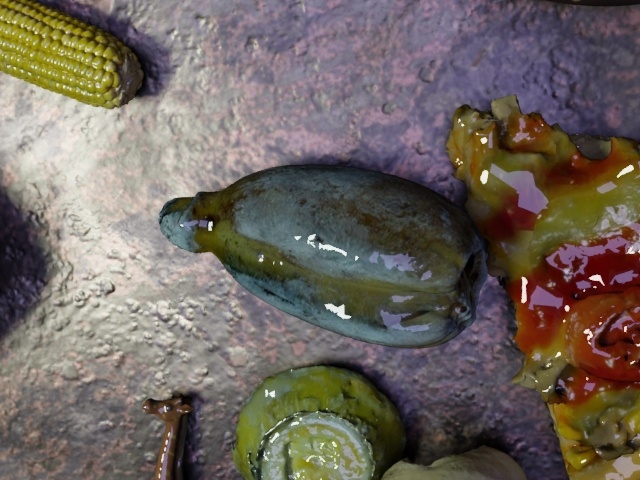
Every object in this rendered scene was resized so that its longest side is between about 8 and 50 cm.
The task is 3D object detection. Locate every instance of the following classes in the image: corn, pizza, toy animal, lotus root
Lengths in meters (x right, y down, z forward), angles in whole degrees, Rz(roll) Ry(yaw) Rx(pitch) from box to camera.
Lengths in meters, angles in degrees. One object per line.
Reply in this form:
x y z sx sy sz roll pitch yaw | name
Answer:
-0.299 -0.202 0.699 0.248 0.081 0.081 22 102 2 | corn
0.273 0.025 0.658 0.406 0.130 0.440 34 102 -3 | pizza
-0.179 0.312 0.785 0.229 0.066 0.224 -43 104 -6 | toy animal
0.000 0.000 0.679 0.322 0.140 0.158 16 127 21 | lotus root

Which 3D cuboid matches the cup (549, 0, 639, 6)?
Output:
0.240 -0.343 0.571 0.196 0.196 0.280 8 92 5 | cup

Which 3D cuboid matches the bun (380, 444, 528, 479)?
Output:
0.114 0.312 0.714 0.210 0.116 0.237 45 73 -31 | bun

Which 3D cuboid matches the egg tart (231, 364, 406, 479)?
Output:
-0.004 0.225 0.749 0.197 0.078 0.197 1 98 5 | egg tart
